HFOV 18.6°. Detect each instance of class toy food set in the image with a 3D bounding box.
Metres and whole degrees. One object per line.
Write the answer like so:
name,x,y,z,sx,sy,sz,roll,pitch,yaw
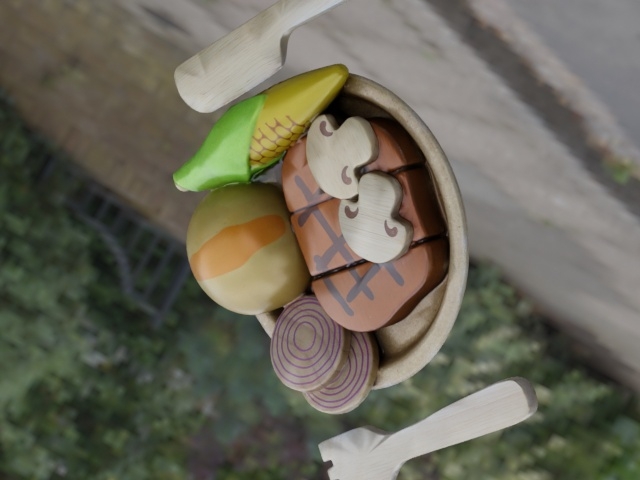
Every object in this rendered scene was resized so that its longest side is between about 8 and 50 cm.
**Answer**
toy food set,0.000,0.000,0.745,0.038,0.192,0.132,-14,168,-46
